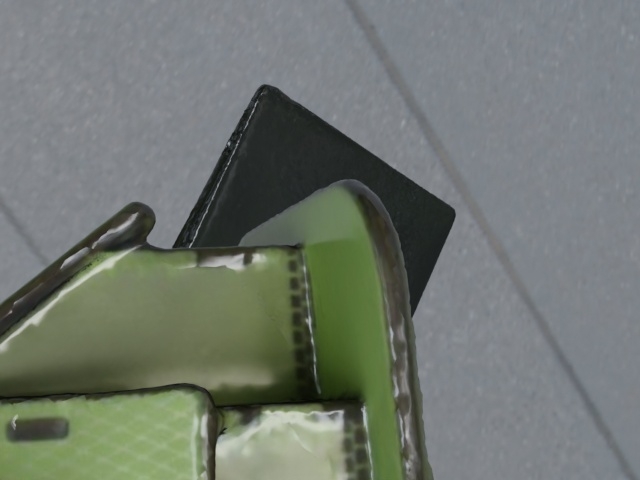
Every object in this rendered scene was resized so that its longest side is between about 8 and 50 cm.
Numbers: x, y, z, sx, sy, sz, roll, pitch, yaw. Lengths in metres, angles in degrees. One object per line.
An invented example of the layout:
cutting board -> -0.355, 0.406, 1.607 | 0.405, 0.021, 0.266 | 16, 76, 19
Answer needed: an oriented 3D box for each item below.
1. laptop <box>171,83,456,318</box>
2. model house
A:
laptop -> 0.000, 0.000, 0.910 | 0.197, 0.135, 0.016 | 32, 170, -40
model house -> -0.117, 0.095, 0.531 | 0.278, 0.205, 0.218 | -5, 172, -16
